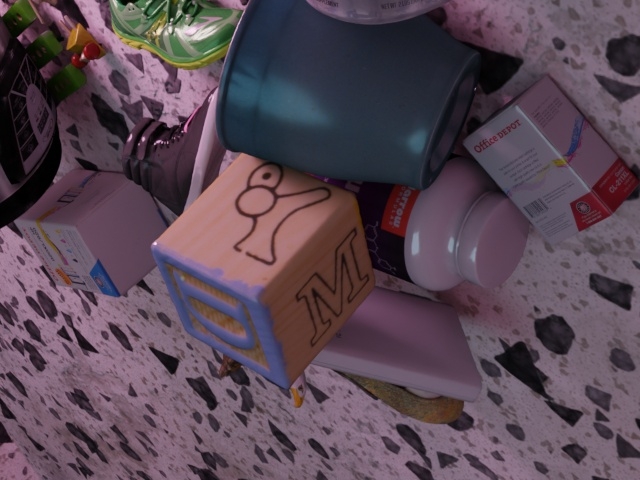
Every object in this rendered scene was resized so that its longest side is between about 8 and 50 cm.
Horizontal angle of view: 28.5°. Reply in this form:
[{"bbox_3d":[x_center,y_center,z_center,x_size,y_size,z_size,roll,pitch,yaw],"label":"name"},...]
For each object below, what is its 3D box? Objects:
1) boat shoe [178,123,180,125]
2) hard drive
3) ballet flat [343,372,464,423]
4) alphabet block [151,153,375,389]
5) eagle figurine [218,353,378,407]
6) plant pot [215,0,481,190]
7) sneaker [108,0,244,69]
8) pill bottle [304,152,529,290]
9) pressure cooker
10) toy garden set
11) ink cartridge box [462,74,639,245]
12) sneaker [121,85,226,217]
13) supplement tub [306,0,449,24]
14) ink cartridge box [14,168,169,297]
[{"bbox_3d":[-0.136,-0.172,1.913,0.285,0.104,0.089,-17,110,56],"label":"boat shoe"},{"bbox_3d":[0.066,0.125,1.796,0.307,0.203,0.040,16,118,-17],"label":"hard drive"},{"bbox_3d":[0.106,0.180,1.944,0.348,0.123,0.123,31,154,-19],"label":"ballet flat"},{"bbox_3d":[-0.068,0.034,1.617,0.192,0.197,0.193,27,150,29],"label":"alphabet block"},{"bbox_3d":[-0.021,0.171,2.102,0.226,0.298,0.225,-141,47,-75],"label":"eagle figurine"},{"bbox_3d":[0.048,-0.188,1.540,0.255,0.272,0.272,24,144,13],"label":"plant pot"},{"bbox_3d":[-0.217,-0.329,1.826,0.295,0.109,0.123,19,143,39],"label":"sneaker"},{"bbox_3d":[0.109,-0.044,1.686,0.323,0.181,0.181,21,141,36],"label":"pill bottle"},{"bbox_3d":[-0.656,-0.202,2.200,0.375,0.370,0.420,44,162,41],"label":"pressure cooker"},{"bbox_3d":[-0.468,-0.372,2.146,0.244,0.049,0.204,54,150,-11],"label":"toy garden set"},{"bbox_3d":[0.277,-0.096,1.526,0.175,0.072,0.127,49,150,-4],"label":"ink cartridge box"},{"bbox_3d":[-0.214,-0.145,1.845,0.147,0.104,0.296,31,144,4],"label":"sneaker"},{"bbox_3d":[0.052,-0.414,1.303,0.207,0.207,0.338,24,143,33],"label":"supplement tub"},{"bbox_3d":[-0.427,-0.016,2.385,0.232,0.168,0.171,7,132,48],"label":"ink cartridge box"}]
